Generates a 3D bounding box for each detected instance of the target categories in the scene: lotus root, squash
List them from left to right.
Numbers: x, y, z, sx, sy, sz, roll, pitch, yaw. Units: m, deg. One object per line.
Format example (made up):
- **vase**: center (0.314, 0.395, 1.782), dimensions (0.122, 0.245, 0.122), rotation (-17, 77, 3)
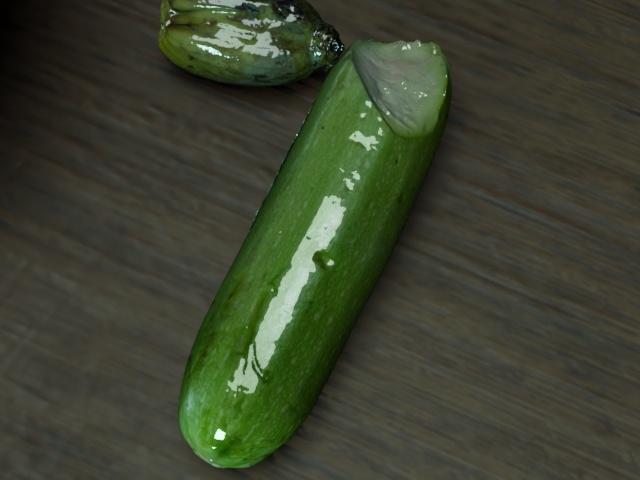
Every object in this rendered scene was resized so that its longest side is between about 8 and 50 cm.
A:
- **lotus root**: center (-0.035, -0.106, 0.749), dimensions (0.099, 0.049, 0.054), rotation (10, 94, 4)
- **squash**: center (0.000, 0.000, 0.705), dimensions (0.069, 0.069, 0.239), rotation (23, 75, 9)
